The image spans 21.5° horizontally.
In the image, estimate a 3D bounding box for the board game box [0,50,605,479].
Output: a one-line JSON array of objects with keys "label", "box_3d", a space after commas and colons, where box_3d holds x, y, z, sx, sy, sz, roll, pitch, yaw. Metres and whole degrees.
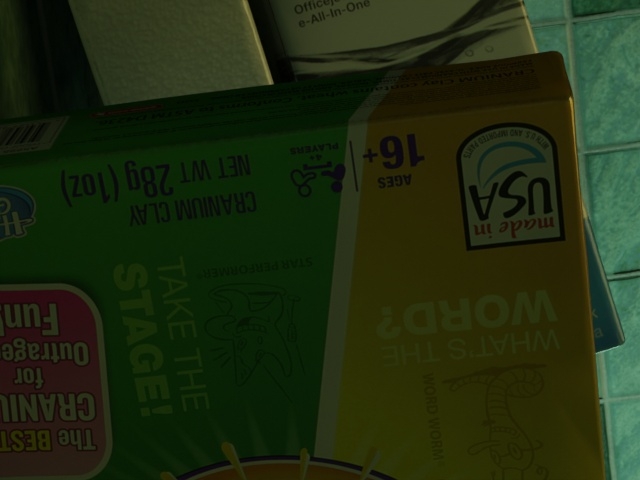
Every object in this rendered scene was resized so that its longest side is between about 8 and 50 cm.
[{"label": "board game box", "box_3d": [-0.011, 0.100, 0.647, 0.064, 0.242, 0.317, -84, 166, -69]}]

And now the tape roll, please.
[{"label": "tape roll", "box_3d": [-0.074, -0.119, 0.838, 0.392, 0.072, 0.392, 161, -90, -89]}]

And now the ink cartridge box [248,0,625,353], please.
[{"label": "ink cartridge box", "box_3d": [0.041, -0.085, 0.920, 0.223, 0.129, 0.307, -119, -168, -82]}]
